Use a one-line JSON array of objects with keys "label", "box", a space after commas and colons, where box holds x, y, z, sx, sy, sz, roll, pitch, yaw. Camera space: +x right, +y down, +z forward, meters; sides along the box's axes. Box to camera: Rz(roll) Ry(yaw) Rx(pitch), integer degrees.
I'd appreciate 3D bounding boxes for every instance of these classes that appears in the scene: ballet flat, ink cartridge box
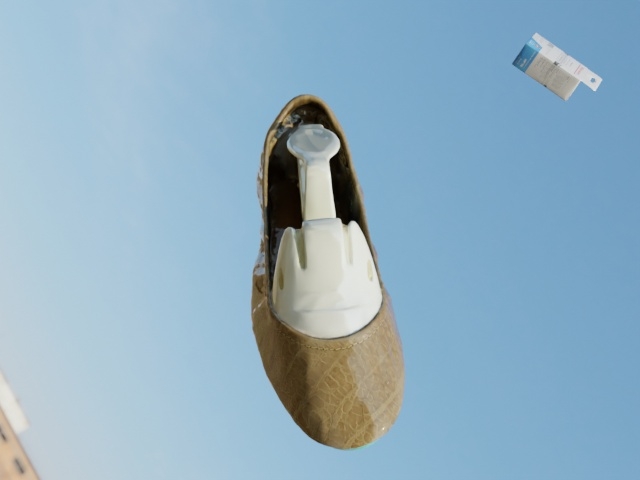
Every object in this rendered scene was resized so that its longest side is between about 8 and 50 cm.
[{"label": "ballet flat", "box": [0.000, 0.000, 0.858, 0.342, 0.116, 0.124, -95, -176, -46]}, {"label": "ink cartridge box", "box": [0.239, -0.171, 1.078, 0.083, 0.048, 0.028, 36, -57, 6]}]
